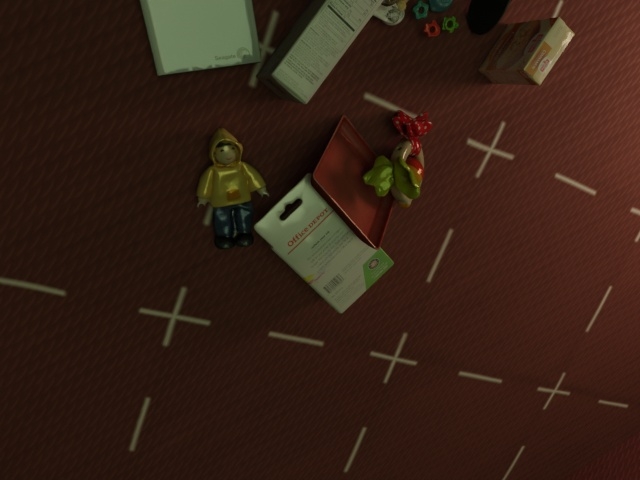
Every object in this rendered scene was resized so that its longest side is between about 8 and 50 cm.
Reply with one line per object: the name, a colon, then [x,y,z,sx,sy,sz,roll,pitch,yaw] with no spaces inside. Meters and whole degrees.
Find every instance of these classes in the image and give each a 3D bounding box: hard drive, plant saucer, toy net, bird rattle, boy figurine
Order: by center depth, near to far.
hard drive: [-0.269,-0.548,1.001,0.233,0.047,0.352,-13,113,-13]
boy figurine: [-0.211,-0.127,1.147,0.177,0.092,0.285,-4,113,-13]
toy net: [0.224,-0.558,1.157,0.232,0.045,0.122,-12,114,-11]
plant saucer: [0.085,-0.141,1.186,0.048,0.258,0.259,-19,124,39]
bird rattle: [0.215,-0.203,1.233,0.207,0.143,0.253,59,42,-49]

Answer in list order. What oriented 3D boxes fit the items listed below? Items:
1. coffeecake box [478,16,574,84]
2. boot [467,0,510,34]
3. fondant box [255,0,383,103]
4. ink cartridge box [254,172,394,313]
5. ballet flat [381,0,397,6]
coffeecake box: [0.513,-0.473,1.196,0.068,0.185,0.142,29,98,-24]
boot: [0.501,-0.645,1.169,0.229,0.091,0.263,-31,162,-32]
fondant box: [0.007,-0.456,1.015,0.096,0.238,0.330,37,95,-23]
ink cartridge box: [0.000,0.000,1.241,0.207,0.119,0.353,-44,116,0]
ballet flat: [0.188,-0.650,1.069,0.058,0.084,0.249,18,90,5]
